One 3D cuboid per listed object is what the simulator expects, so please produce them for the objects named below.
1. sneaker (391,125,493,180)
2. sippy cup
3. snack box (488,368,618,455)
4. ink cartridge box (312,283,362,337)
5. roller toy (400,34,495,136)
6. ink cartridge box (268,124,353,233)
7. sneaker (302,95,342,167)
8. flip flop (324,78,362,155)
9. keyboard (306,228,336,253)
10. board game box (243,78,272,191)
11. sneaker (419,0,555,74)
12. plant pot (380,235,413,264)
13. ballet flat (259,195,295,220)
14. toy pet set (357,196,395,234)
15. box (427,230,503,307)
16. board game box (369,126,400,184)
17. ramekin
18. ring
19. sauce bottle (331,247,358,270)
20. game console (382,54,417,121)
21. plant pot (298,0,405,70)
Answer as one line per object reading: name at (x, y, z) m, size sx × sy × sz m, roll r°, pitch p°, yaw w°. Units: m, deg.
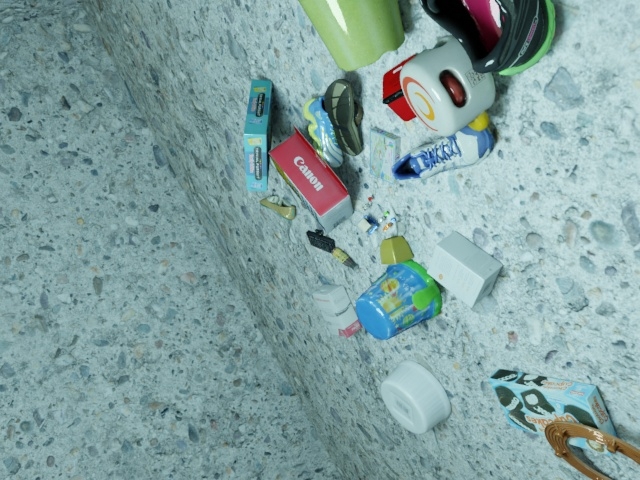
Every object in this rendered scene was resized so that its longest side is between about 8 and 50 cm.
sneaker at (0.303, -0.209, 1.244) m, size 0.296 × 0.131 × 0.112 m, roll -22°, pitch 96°, yaw 60°
sippy cup at (0.247, 0.212, 1.636) m, size 0.240 × 0.224 × 0.306 m, roll 42°, pitch 147°, yaw 29°
snack box at (0.658, 0.483, 1.397) m, size 0.322 × 0.060 × 0.187 m, roll -11°, pitch 109°, yaw 60°
ink cartridge box at (0.071, 0.308, 2.156) m, size 0.158 × 0.092 × 0.218 m, roll -4°, pitch 115°, yaw 59°
roller toy at (0.288, -0.344, 1.084) m, size 0.209 × 0.146 × 0.191 m, roll 54°, pitch 179°, yaw 30°
ink cartridge box at (-0.034, -0.209, 1.689) m, size 0.309 × 0.130 × 0.272 m, roll 51°, pitch 176°, yaw 16°
sneaker at (0.024, -0.361, 1.594) m, size 0.126 × 0.091 × 0.240 m, roll -17°, pitch 102°, yaw 60°
flip flop at (0.088, -0.381, 1.498) m, size 0.112 × 0.080 × 0.277 m, roll 30°, pitch 156°, yaw 35°
keyboard at (0.000, 0.000, 2.051) m, size 0.180 × 0.023 × 0.108 m, roll 20°, pitch 133°, yaw 49°
board game box at (-0.223, -0.387, 1.783) m, size 0.254 × 0.079 × 0.336 m, roll 96°, pitch 175°, yaw -49°
sneaker at (0.271, -0.535, 0.904) m, size 0.483 × 0.202 × 0.185 m, roll 61°, pitch 151°, yaw -2°
plant pot at (0.248, 0.030, 1.620) m, size 0.081 × 0.081 × 0.083 m, roll -6°, pitch 98°, yaw 60°
ballet flat at (-0.186, -0.161, 2.171) m, size 0.232 × 0.080 × 0.073 m, roll 30°, pitch 113°, yaw 39°
toy pet set at (0.189, -0.072, 1.659) m, size 0.122 × 0.065 × 0.114 m, roll 47°, pitch 115°, yaw 17°
box at (0.408, 0.081, 1.388) m, size 0.170 × 0.091 × 0.130 m, roll 42°, pitch 148°, yaw 30°
board game box at (0.195, -0.257, 1.481) m, size 0.103 × 0.026 × 0.154 m, roll 35°, pitch 143°, yaw 38°
ramekin at (0.368, 0.629, 1.933) m, size 0.277 × 0.135 × 0.277 m, roll 39°, pitch 145°, yaw 34°
ring at (0.757, 0.596, 1.277) m, size 0.336 × 0.032 × 0.337 m, roll 34°, pitch 156°, yaw 18°
sauce bottle at (0.099, 0.075, 1.942) m, size 0.128 × 0.042 × 0.042 m, roll 36°, pitch 144°, yaw 33°
game console at (0.238, -0.401, 1.289) m, size 0.144 × 0.085 × 0.124 m, roll -11°, pitch 76°, yaw 60°
plant pot at (0.079, -0.565, 1.169) m, size 0.276 × 0.276 × 0.254 m, roll 16°, pitch 142°, yaw 52°
